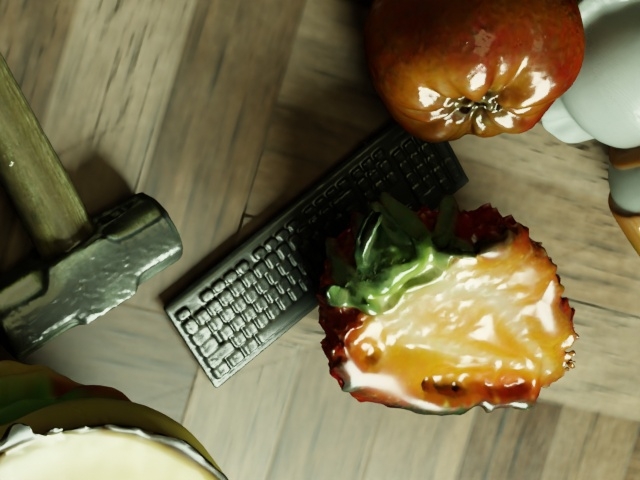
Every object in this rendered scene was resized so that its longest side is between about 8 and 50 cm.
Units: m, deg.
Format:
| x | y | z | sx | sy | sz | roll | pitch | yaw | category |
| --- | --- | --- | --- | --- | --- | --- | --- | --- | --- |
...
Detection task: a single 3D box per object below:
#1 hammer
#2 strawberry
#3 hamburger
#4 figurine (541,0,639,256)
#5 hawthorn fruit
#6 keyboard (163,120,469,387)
| x | y | z | sx | sy | sz | roll | pitch | yaw | category |
| --- | --- | --- | --- | --- | --- | --- | --- | --- | --- |
| -0.194 | -0.114 | 1.002 | 0.111 | 0.043 | 0.365 | -33 | 113 | -18 | hammer |
| 0.068 | 0.032 | 1.145 | 0.192 | 0.085 | 0.140 | -5 | 128 | -28 | strawberry |
| -0.150 | 0.175 | 1.025 | 0.237 | 0.149 | 0.237 | -8 | 107 | -26 | hamburger |
| 0.213 | -0.070 | 1.188 | 0.271 | 0.143 | 0.143 | 41 | 80 | -32 | figurine |
| 0.086 | -0.117 | 1.117 | 0.125 | 0.140 | 0.125 | -1 | 123 | -1 | hawthorn fruit |
| 0.000 | 0.000 | 1.150 | 0.202 | 0.011 | 0.067 | -39 | 118 | -16 | keyboard |
